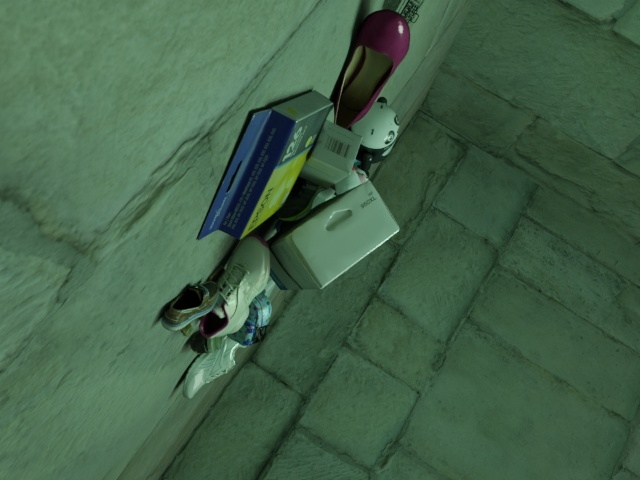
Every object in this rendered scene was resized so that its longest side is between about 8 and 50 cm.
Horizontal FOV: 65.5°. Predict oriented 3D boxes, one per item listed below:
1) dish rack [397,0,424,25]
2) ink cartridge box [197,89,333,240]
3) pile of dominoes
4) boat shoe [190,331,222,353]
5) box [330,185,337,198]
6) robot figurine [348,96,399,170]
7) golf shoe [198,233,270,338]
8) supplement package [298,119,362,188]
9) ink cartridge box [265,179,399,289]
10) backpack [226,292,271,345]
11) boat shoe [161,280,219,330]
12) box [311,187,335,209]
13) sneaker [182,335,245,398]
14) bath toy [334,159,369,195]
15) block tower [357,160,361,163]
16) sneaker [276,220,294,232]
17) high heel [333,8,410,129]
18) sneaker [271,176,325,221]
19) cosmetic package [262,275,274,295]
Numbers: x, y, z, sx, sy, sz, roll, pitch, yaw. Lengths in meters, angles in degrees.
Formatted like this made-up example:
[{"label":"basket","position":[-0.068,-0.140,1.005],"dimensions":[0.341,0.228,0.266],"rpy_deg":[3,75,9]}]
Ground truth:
[{"label":"dish rack","position":[0.254,-0.663,1.248],"dimensions":[0.271,0.074,0.208],"rpy_deg":[-57,174,25]},{"label":"ink cartridge box","position":[-0.106,-0.152,1.055],"dimensions":[0.304,0.072,0.307],"rpy_deg":[-59,177,31]},{"label":"pile of dominoes","position":[-0.304,0.175,1.357],"dimensions":[0.196,0.040,0.251],"rpy_deg":[-54,175,-20]},{"label":"boat shoe","position":[-0.358,0.315,1.584],"dimensions":[0.228,0.068,0.081],"rpy_deg":[114,-29,-83]},{"label":"box","position":[0.151,-0.133,2.150],"dimensions":[0.097,0.318,0.395],"rpy_deg":[-56,174,6]},{"label":"robot figurine","position":[0.186,-0.374,1.763],"dimensions":[0.173,0.209,0.278],"rpy_deg":[-24,171,-6]},{"label":"golf shoe","position":[-0.224,0.130,1.296],"dimensions":[0.306,0.115,0.140],"rpy_deg":[-67,165,17]},{"label":"supplement package","position":[0.015,-0.211,1.247],"dimensions":[0.179,0.105,0.105],"rpy_deg":[162,-52,-71]},{"label":"ink cartridge box","position":[0.000,0.000,1.435],"dimensions":[0.285,0.166,0.395],"rpy_deg":[-36,-174,-19]},{"label":"backpack","position":[-0.256,0.260,1.741],"dimensions":[0.117,0.158,0.173],"rpy_deg":[-11,124,-57]},{"label":"boat shoe","position":[-0.287,0.138,1.147],"dimensions":[0.066,0.066,0.183],"rpy_deg":[-61,173,33]},{"label":"box","position":[-0.017,-0.146,1.784],"dimensions":[0.101,0.087,0.102],"rpy_deg":[-60,174,33]},{"label":"sneaker","position":[-0.384,0.447,1.799],"dimensions":[0.297,0.129,0.111],"rpy_deg":[-54,176,-15]},{"label":"bath toy","position":[0.102,-0.238,1.832],"dimensions":[0.348,0.151,0.129],"rpy_deg":[-75,157,-70]},{"label":"block tower","position":[0.125,-0.245,2.467],"dimensions":[0.335,0.097,0.091],"rpy_deg":[-59,175,17]},{"label":"sneaker","position":[-0.072,-0.089,1.668],"dimensions":[0.188,0.078,0.067],"rpy_deg":[-56,175,-8]},{"label":"high heel","position":[0.113,-0.391,1.207],"dimensions":[0.377,0.127,0.181],"rpy_deg":[113,1,-81]},{"label":"sneaker","position":[-0.048,-0.171,1.394],"dimensions":[0.300,0.111,0.121],"rpy_deg":[-52,152,-32]},{"label":"cosmetic package","position":[-0.247,0.211,1.877],"dimensions":[0.231,0.085,0.117],"rpy_deg":[-58,175,35]}]
